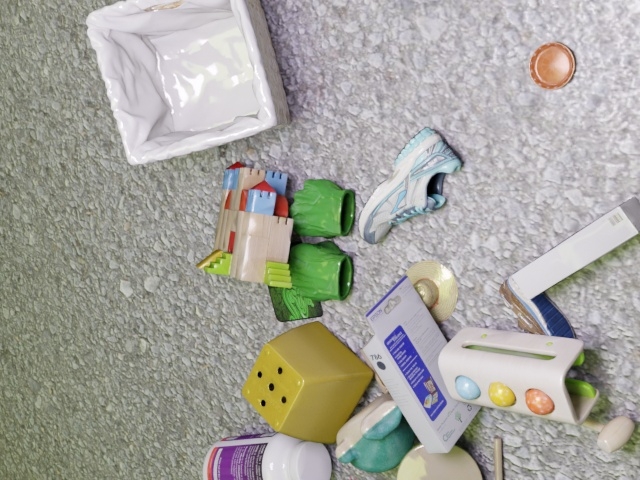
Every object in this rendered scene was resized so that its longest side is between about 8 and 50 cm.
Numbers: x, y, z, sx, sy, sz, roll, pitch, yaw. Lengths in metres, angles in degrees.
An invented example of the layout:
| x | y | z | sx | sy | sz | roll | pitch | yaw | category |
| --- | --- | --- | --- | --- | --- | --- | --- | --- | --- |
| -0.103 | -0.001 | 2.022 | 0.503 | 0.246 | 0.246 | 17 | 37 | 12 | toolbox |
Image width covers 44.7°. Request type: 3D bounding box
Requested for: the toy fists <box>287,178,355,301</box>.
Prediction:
| x | y | z | sx | sy | sz | roll | pitch | yaw | category |
| --- | --- | --- | --- | --- | --- | --- | --- | --- | --- |
| 0.000 | 0.000 | 1.746 | 0.142 | 0.096 | 0.279 | 9 | 107 | 27 | toy fists |

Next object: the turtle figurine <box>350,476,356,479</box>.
| x | y | z | sx | sy | sz | roll | pitch | yaw | category |
| --- | --- | --- | --- | --- | --- | --- | --- | --- | --- |
| 0.092 | 0.653 | 1.850 | 0.175 | 0.118 | 0.234 | 26 | 129 | -18 | turtle figurine |

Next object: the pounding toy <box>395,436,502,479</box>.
| x | y | z | sx | sy | sz | roll | pitch | yaw | category |
| --- | --- | --- | --- | --- | --- | --- | --- | --- | --- |
| 0.285 | 0.513 | 1.686 | 0.237 | 0.110 | 0.182 | -9 | 86 | 9 | pounding toy |

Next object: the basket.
| x | y | z | sx | sy | sz | roll | pitch | yaw | category |
| --- | --- | --- | --- | --- | --- | --- | --- | --- | --- |
| -0.264 | -0.359 | 1.664 | 0.328 | 0.266 | 0.331 | -14 | 97 | 10 | basket |

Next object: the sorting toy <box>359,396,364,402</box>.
| x | y | z | sx | sy | sz | roll | pitch | yaw | category |
| --- | --- | --- | --- | --- | --- | --- | --- | --- | --- |
| 0.063 | 0.362 | 1.839 | 0.075 | 0.045 | 0.083 | -18 | 92 | 20 | sorting toy |

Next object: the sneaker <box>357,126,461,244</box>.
| x | y | z | sx | sy | sz | roll | pitch | yaw | category |
| --- | --- | --- | --- | --- | --- | --- | --- | --- | --- |
| 0.178 | -0.085 | 1.578 | 0.122 | 0.110 | 0.283 | 42 | 124 | 16 | sneaker |

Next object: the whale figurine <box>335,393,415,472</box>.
| x | y | z | sx | sy | sz | roll | pitch | yaw | category |
| --- | --- | --- | --- | --- | --- | --- | --- | --- | --- |
| 0.134 | 0.417 | 1.665 | 0.141 | 0.216 | 0.272 | 51 | 164 | 13 | whale figurine |

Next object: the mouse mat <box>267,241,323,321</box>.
| x | y | z | sx | sy | sz | roll | pitch | yaw | category |
| --- | --- | --- | --- | --- | --- | --- | --- | --- | --- |
| -0.074 | 0.102 | 1.884 | 0.153 | 0.007 | 0.189 | -13 | 96 | 39 | mouse mat |

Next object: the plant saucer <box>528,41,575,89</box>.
| x | y | z | sx | sy | sz | roll | pitch | yaw | category |
| --- | --- | --- | --- | --- | --- | --- | --- | --- | --- |
| 0.415 | -0.312 | 1.392 | 0.083 | 0.013 | 0.083 | 10 | 108 | 35 | plant saucer |

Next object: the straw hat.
| x | y | z | sx | sy | sz | roll | pitch | yaw | category |
| --- | --- | --- | --- | --- | --- | --- | --- | --- | --- |
| 0.214 | 0.116 | 1.635 | 0.144 | 0.061 | 0.144 | 11 | 109 | 34 | straw hat |

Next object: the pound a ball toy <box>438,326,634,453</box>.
| x | y | z | sx | sy | sz | roll | pitch | yaw | category |
| --- | --- | --- | --- | --- | --- | --- | --- | --- | --- |
| 0.396 | 0.295 | 1.467 | 0.319 | 0.136 | 0.208 | 3 | 124 | 48 | pound a ball toy |

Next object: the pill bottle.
| x | y | z | sx | sy | sz | roll | pitch | yaw | category |
| --- | --- | --- | --- | --- | --- | --- | --- | --- | --- |
| -0.133 | 0.575 | 1.950 | 0.323 | 0.181 | 0.181 | -17 | 92 | 39 | pill bottle |

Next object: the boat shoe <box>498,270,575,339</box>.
| x | y | z | sx | sy | sz | roll | pitch | yaw | category |
| --- | --- | --- | --- | --- | --- | --- | --- | --- | --- |
| 0.415 | 0.146 | 1.496 | 0.183 | 0.066 | 0.066 | 57 | 139 | 14 | boat shoe |

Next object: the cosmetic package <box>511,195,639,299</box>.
| x | y | z | sx | sy | sz | roll | pitch | yaw | category |
| --- | --- | --- | --- | --- | --- | --- | --- | --- | --- |
| 0.466 | 0.017 | 1.394 | 0.239 | 0.099 | 0.060 | -41 | 80 | 38 | cosmetic package |

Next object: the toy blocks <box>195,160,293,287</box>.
| x | y | z | sx | sy | sz | roll | pitch | yaw | category |
| --- | --- | --- | --- | --- | --- | --- | --- | --- | --- |
| -0.152 | -0.048 | 1.752 | 0.381 | 0.191 | 0.260 | -168 | 87 | -69 | toy blocks |

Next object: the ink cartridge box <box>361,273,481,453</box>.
| x | y | z | sx | sy | sz | roll | pitch | yaw | category |
| --- | --- | --- | --- | --- | --- | --- | --- | --- | --- |
| 0.196 | 0.249 | 1.572 | 0.065 | 0.165 | 0.332 | -20 | 103 | 48 | ink cartridge box |

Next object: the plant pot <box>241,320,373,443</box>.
| x | y | z | sx | sy | sz | roll | pitch | yaw | category |
| --- | --- | --- | --- | --- | --- | --- | --- | --- | --- |
| -0.047 | 0.325 | 1.764 | 0.212 | 0.187 | 0.212 | 39 | 110 | 35 | plant pot |

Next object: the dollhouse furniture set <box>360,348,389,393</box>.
| x | y | z | sx | sy | sz | roll | pitch | yaw | category |
| --- | --- | --- | --- | --- | --- | --- | --- | --- | --- |
| 0.137 | 0.262 | 1.694 | 0.151 | 0.123 | 0.144 | -35 | 81 | 38 | dollhouse furniture set |
